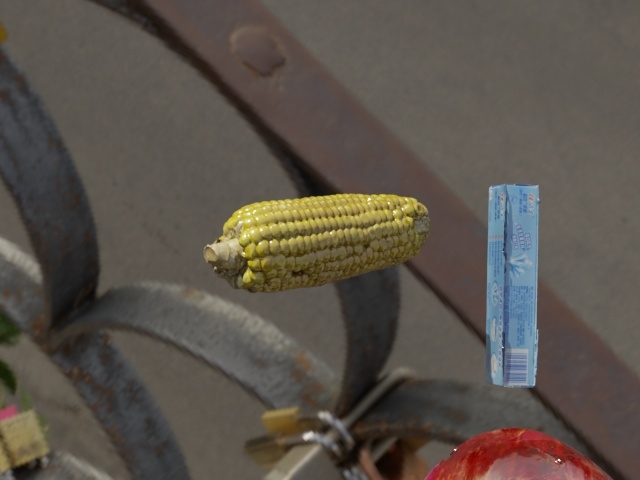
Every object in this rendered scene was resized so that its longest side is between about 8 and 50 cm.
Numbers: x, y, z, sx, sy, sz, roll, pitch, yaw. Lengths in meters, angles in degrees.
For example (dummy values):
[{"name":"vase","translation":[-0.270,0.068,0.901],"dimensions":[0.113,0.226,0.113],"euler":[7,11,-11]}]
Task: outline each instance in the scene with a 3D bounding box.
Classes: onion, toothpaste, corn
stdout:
[{"name":"onion","translation":[0.229,0.354,1.531],"dimensions":[0.276,0.276,0.276],"euler":[10,63,-19]},{"name":"toothpaste","translation":[0.260,0.061,1.810],"dimensions":[0.053,0.066,0.272],"euler":[2,87,-13]},{"name":"corn","translation":[0.000,0.000,1.688],"dimensions":[0.321,0.119,0.119],"euler":[-7,69,-36]}]
